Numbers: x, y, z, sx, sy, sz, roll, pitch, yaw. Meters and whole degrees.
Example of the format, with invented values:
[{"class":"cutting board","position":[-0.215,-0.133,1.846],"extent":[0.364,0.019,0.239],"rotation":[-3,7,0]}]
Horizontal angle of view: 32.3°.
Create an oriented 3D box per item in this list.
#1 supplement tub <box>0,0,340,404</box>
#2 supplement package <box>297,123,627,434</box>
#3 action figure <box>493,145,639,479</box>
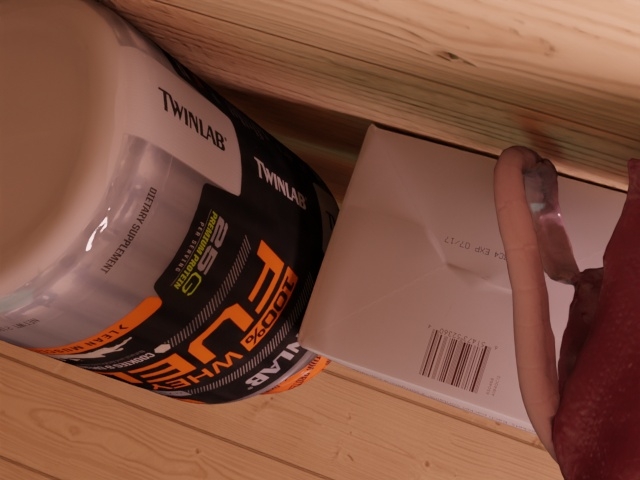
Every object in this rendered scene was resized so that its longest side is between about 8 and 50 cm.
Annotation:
[{"class":"supplement tub","position":[-0.106,-0.005,0.707],"extent":[0.194,0.193,0.316],"rotation":[17,171,32]},{"class":"supplement package","position":[0.121,0.040,0.732],"extent":[0.194,0.149,0.203],"rotation":[18,175,19]},{"class":"action figure","position":[0.137,0.144,0.462],"extent":[0.276,0.370,0.248],"rotation":[18,176,27]}]
